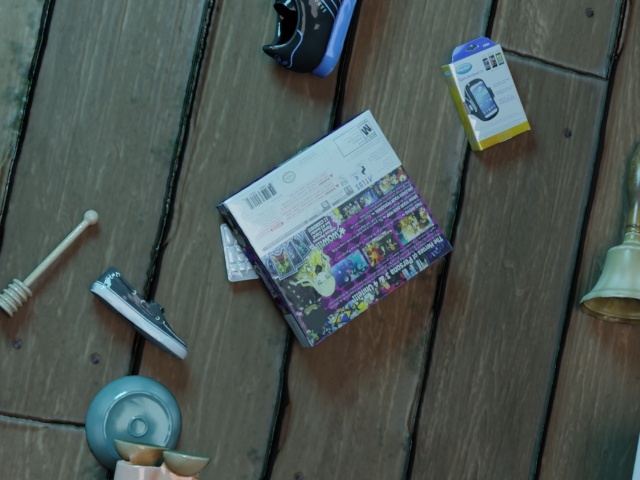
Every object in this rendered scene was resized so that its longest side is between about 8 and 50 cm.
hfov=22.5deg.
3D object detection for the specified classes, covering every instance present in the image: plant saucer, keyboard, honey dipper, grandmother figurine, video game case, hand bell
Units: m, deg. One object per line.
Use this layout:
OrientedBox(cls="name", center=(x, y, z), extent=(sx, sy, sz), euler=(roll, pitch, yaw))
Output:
OrientedBox(cls="plant saucer", center=(-0.220, 0.222, 1.921), extent=(0.119, 0.021, 0.119), euler=(0, 89, -21))
OrientedBox(cls="keyboard", center=(0.000, 0.000, 2.014), extent=(0.256, 0.014, 0.072), euler=(-7, 92, -22))
OrientedBox(cls="honey dipper", center=(-0.318, 0.022, 1.882), extent=(0.030, 0.030, 0.161), euler=(46, 72, -15))
OrientedBox(cls="grandmother figurine", center=(-0.221, 0.405, 1.839), extent=(0.104, 0.208, 0.342), euler=(17, 81, -53))
OrientedBox(cls="video game case", center=(0.020, -0.016, 1.995), extent=(0.232, 0.042, 0.210), euler=(-34, 97, -20))
OrientedBox(cls="hand bell", center=(0.420, -0.020, 2.148), extent=(0.126, 0.126, 0.242), euler=(16, 72, -21))

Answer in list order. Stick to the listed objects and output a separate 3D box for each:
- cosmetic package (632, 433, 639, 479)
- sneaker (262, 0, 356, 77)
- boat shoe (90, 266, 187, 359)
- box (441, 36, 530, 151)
OrientedBox(cls="cosmetic package", center=(0.483, 0.432, 2.089), extent=(0.284, 0.097, 0.377), euler=(17, 82, -56))
OrientedBox(cls="sneaker", center=(-0.004, -0.321, 1.980), extent=(0.090, 0.081, 0.232), euler=(16, 85, -28))
OrientedBox(cls="boat shoe", center=(-0.208, 0.087, 1.913), extent=(0.142, 0.049, 0.040), euler=(41, 75, -14))
OrientedBox(cls="box", center=(0.213, -0.193, 2.094), extent=(0.081, 0.028, 0.136), euler=(-23, 95, -20))
